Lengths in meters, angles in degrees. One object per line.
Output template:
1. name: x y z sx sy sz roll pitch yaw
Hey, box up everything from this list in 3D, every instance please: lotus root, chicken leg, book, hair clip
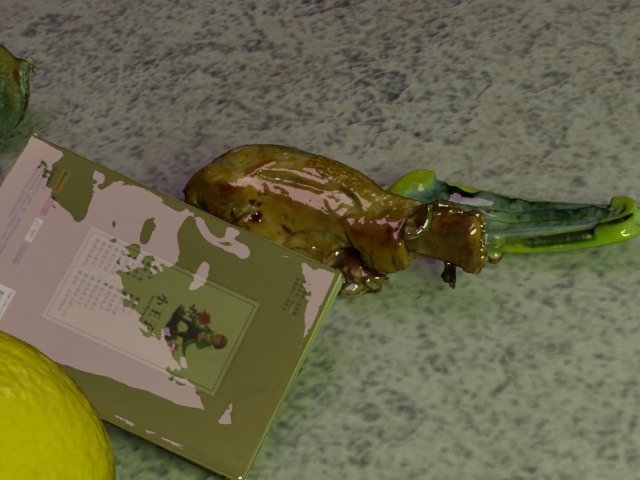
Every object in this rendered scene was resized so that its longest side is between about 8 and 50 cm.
1. lotus root: -0.283 -0.097 1.247 0.165 0.088 0.088 -23 37 4
2. chicken leg: 0.001 -0.003 1.025 0.208 0.085 0.101 9 43 30
3. book: -0.104 0.036 0.960 0.199 0.016 0.138 25 67 4
4. hair clip: 0.109 -0.015 1.049 0.188 0.033 0.060 6 39 29

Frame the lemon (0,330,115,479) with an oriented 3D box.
1. lemon: -0.206 0.124 0.853 0.244 0.186 0.187 1 25 -38
